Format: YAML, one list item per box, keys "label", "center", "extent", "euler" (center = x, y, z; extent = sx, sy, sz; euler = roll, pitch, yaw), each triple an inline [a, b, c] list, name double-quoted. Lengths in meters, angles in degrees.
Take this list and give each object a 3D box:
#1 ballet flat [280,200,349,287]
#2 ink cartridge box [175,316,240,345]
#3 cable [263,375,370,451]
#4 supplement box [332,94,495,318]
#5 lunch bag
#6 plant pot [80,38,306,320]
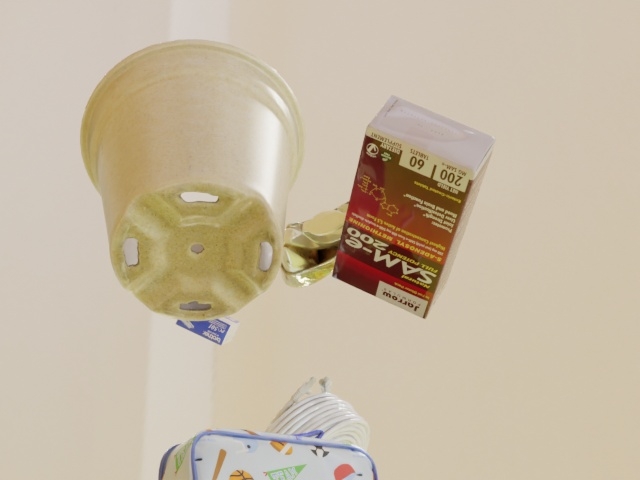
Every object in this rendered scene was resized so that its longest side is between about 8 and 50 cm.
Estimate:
- label: "ballet flat"
  center: [0.000, 0.000, 1.996]
  extent: [0.348, 0.123, 0.123]
  euler: [-21, -121, 53]
- label: "ink cartridge box"
  center: [-0.215, 0.160, 2.211]
  extent: [0.207, 0.097, 0.046]
  euler: [72, 44, -87]
- label: "cable"
  center: [-0.027, 0.362, 1.796]
  extent: [0.089, 0.257, 0.257]
  euler: [33, -109, 32]
- label: "supplement box"
  center: [0.100, -0.033, 1.303]
  extent: [0.073, 0.130, 0.239]
  euler: [-54, 163, -43]
- label: "lunch bag"
  center: [-0.054, 0.354, 1.436]
  extent: [0.115, 0.303, 0.243]
  euler: [-39, -132, 44]
- label: "plant pot"
  center: [-0.173, -0.062, 1.578]
  extent: [0.334, 0.334, 0.305]
  euler: [-47, -153, 23]
